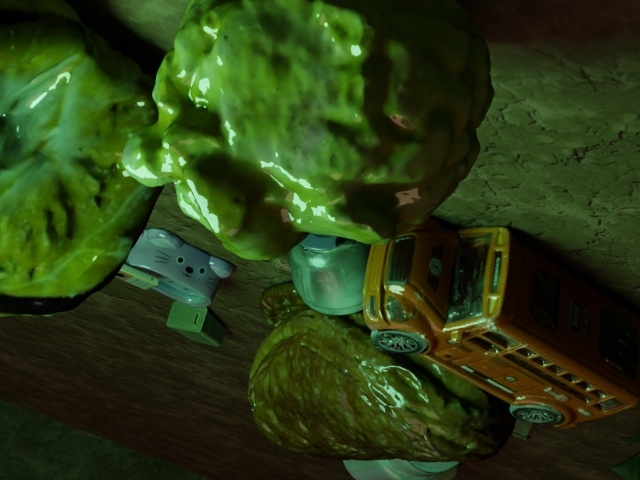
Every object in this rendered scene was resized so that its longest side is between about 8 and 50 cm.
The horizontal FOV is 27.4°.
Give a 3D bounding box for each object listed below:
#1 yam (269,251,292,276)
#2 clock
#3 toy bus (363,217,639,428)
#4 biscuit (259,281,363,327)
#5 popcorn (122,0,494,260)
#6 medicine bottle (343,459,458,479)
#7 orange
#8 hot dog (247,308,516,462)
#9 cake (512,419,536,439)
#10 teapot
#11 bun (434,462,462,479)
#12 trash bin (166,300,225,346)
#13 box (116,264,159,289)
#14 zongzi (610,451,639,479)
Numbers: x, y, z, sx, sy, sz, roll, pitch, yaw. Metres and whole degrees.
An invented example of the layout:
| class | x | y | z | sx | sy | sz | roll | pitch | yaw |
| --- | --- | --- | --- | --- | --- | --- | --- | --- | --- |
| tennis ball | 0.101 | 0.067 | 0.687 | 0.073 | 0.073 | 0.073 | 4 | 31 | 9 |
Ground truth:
| class | x | y | z | sx | sy | sz | roll | pitch | yaw |
| --- | --- | --- | --- | --- | --- | --- | --- | --- | --- |
| yam | 0.051 | 0.053 | 1.593 | 0.241 | 0.056 | 0.057 | 21 | 161 | -17 |
| clock | -0.195 | 0.037 | 1.755 | 0.153 | 0.050 | 0.110 | 29 | 158 | -30 |
| toy bus | 0.201 | 0.083 | 1.413 | 0.329 | 0.143 | 0.153 | 30 | 148 | -31 |
| biscuit | 0.059 | 0.131 | 1.818 | 0.305 | 0.038 | 0.305 | 15 | 161 | 5 |
| popcorn | -0.001 | -0.098 | 0.929 | 0.259 | 0.259 | 0.212 | 8 | -176 | 26 |
| medicine bottle | 0.136 | 0.323 | 2.125 | 0.152 | 0.152 | 0.254 | 21 | 160 | -12 |
| orange | -0.299 | -0.099 | 1.175 | 0.210 | 0.271 | 0.369 | 43 | -179 | 41 |
| hot dog | 0.075 | 0.192 | 1.671 | 0.267 | 0.174 | 0.387 | 25 | 159 | -32 |
| cake | 0.236 | 0.209 | 1.887 | 0.109 | 0.090 | 0.225 | 20 | 180 | -16 |
| teapot | 0.010 | -0.003 | 1.431 | 0.111 | 0.149 | 0.108 | -22 | 139 | -2 |
| bun | 0.167 | 0.416 | 2.436 | 0.183 | 0.102 | 0.183 | 15 | 158 | 6 |
| trash bin | -0.190 | 0.132 | 2.035 | 0.061 | 0.043 | 0.092 | 9 | 161 | 22 |
| box | -0.257 | 0.042 | 1.723 | 0.083 | 0.012 | 0.046 | 26 | 160 | -22 |
| zongzi | 0.475 | 0.312 | 1.849 | 0.274 | 0.125 | 0.251 | 6 | 160 | 46 |
